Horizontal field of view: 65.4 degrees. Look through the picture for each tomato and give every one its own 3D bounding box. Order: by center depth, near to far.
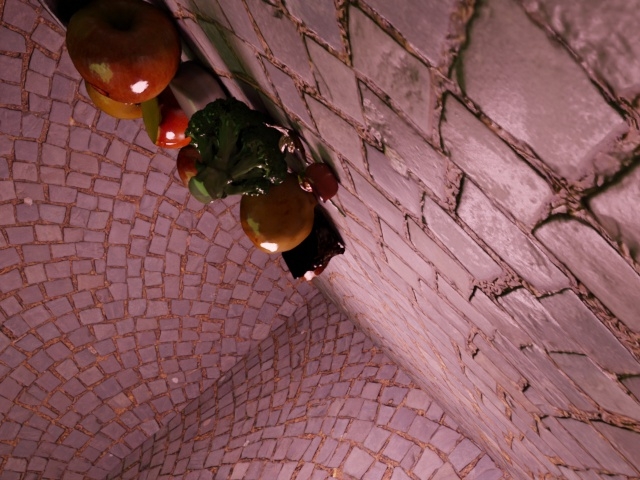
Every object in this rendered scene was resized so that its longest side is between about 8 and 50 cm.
[{"bbox_3d":[-0.417,-0.279,1.932,0.270,0.270,0.222,43,143,42],"label":"tomato"}]

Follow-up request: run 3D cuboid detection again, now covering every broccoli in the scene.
[{"bbox_3d":[-0.217,-0.201,1.204,0.270,0.270,0.270,23,146,17],"label":"broccoli"}]

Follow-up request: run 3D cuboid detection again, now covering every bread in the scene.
[{"bbox_3d":[-0.035,0.088,2.022,0.073,0.160,0.160,48,174,-21],"label":"bread"}]

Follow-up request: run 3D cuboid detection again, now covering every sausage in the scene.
[{"bbox_3d":[0.004,-0.129,1.065,0.059,0.054,0.094,43,170,44],"label":"sausage"}]

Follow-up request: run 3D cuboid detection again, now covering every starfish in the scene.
[{"bbox_3d":[-0.070,-0.223,1.074,0.130,0.041,0.133,44,171,-36],"label":"starfish"}]

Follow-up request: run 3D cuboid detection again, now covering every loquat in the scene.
[{"bbox_3d":[-0.750,-0.636,1.910,0.359,0.328,0.328,42,171,15],"label":"loquat"}]

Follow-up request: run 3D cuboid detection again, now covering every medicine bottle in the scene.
[{"bbox_3d":[-0.319,-0.354,1.529,0.282,0.123,0.375,43,165,46],"label":"medicine bottle"}]

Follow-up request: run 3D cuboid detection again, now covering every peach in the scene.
[{"bbox_3d":[-0.520,-0.457,1.773,0.248,0.245,0.275,61,169,-24],"label":"peach"}]

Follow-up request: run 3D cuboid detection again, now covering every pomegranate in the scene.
[{"bbox_3d":[-0.122,-0.080,1.389,0.233,0.233,0.233,49,173,8],"label":"pomegranate"}]

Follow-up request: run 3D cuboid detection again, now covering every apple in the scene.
[{"bbox_3d":[-0.520,-0.501,1.348,0.309,0.278,0.250,50,154,25],"label":"apple"}]

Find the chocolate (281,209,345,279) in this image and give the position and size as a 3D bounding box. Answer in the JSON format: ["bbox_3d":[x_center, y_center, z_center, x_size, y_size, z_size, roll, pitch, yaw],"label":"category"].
[{"bbox_3d":[0.000,0.000,1.570,0.177,0.206,0.224,3,-147,-30],"label":"chocolate"}]

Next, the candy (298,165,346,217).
[{"bbox_3d":[0.014,-0.108,1.178,0.060,0.060,0.201,43,178,44],"label":"candy"}]

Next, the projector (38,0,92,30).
[{"bbox_3d":[-0.724,-0.798,1.306,0.405,0.242,0.395,53,174,-10],"label":"projector"}]
